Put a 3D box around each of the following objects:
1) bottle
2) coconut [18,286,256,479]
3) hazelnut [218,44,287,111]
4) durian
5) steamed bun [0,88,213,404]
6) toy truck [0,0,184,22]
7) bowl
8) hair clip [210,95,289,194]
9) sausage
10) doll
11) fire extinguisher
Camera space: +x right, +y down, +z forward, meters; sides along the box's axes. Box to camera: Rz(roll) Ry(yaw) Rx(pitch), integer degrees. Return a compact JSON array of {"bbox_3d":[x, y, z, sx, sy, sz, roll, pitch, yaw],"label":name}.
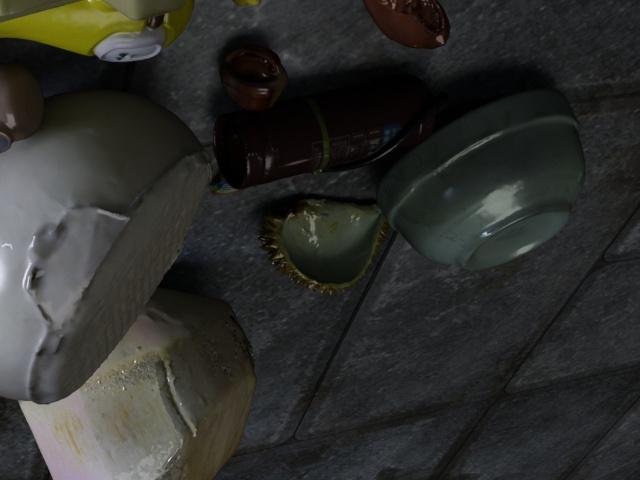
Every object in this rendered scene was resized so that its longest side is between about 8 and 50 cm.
[{"bbox_3d":[-0.383,-0.127,1.262,0.209,0.110,0.097,-3,148,17],"label":"bottle"},{"bbox_3d":[-0.259,0.212,1.800,0.353,0.352,0.352,-18,150,-11],"label":"coconut"},{"bbox_3d":[-0.080,-0.193,1.487,0.086,0.086,0.086,-18,150,-11],"label":"hazelnut"},{"bbox_3d":[0.000,0.000,1.854,0.252,0.144,0.139,8,101,-33],"label":"durian"},{"bbox_3d":[-0.300,-0.009,1.410,0.374,0.241,0.374,-58,174,-10],"label":"steamed bun"},{"bbox_3d":[-0.153,-0.308,1.081,0.405,0.254,0.180,-16,145,-20],"label":"toy truck"},{"bbox_3d":[0.243,-0.067,1.778,0.307,0.163,0.307,-21,160,-8],"label":"bowl"},{"bbox_3d":[-0.083,-0.118,1.642,0.060,0.033,0.188,-4,145,-34],"label":"hair clip"},{"bbox_3d":[0.073,-0.308,1.402,0.087,0.079,0.326,-14,151,13],"label":"sausage"},{"bbox_3d":[-0.239,-0.240,1.211,0.363,0.145,0.199,-10,-170,-17],"label":"doll"},{"bbox_3d":[0.031,-0.141,1.606,0.341,0.105,0.141,-15,178,-27],"label":"fire extinguisher"}]
